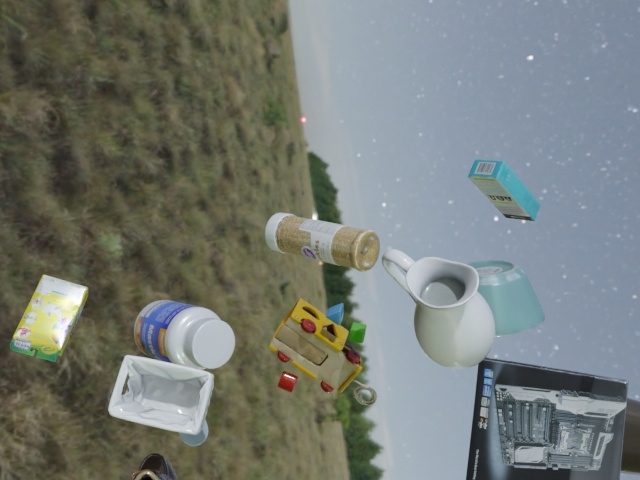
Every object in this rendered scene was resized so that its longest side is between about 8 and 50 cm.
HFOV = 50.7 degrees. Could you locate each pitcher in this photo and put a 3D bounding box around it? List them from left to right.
[{"bbox_3d":[0.185,0.104,1.065,0.177,0.125,0.207,33,-19,39],"label":"pitcher"}]

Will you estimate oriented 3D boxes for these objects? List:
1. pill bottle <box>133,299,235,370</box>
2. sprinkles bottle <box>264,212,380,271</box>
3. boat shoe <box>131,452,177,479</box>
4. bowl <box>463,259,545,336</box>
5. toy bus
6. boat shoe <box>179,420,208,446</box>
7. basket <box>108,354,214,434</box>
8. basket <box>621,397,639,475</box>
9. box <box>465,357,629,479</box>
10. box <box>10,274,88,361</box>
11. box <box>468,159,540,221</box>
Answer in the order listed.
[{"bbox_3d":[-0.324,0.229,1.618,0.272,0.152,0.152,2,-77,51],"label":"pill bottle"},{"bbox_3d":[0.000,0.000,1.966,0.121,0.355,0.121,-16,111,-47],"label":"sprinkles bottle"},{"bbox_3d":[-0.474,0.698,1.906,0.342,0.123,0.123,-114,-164,-68],"label":"boat shoe"},{"bbox_3d":[0.488,0.157,1.978,0.311,0.311,0.163,-102,-176,-79],"label":"bowl"},{"bbox_3d":[0.008,0.198,1.270,0.104,0.191,0.202,-61,142,-62],"label":"toy bus"},{"bbox_3d":[-0.402,0.445,1.970,0.306,0.113,0.105,68,-21,5],"label":"boat shoe"},{"bbox_3d":[-0.285,0.286,1.242,0.103,0.167,0.113,100,3,-73],"label":"basket"},{"bbox_3d":[0.696,0.429,1.467,0.204,0.227,0.154,-45,120,-35],"label":"basket"},{"bbox_3d":[0.378,0.369,1.144,0.076,0.242,0.308,18,79,-64],"label":"box"},{"bbox_3d":[-0.582,0.171,1.455,0.043,0.105,0.179,116,-10,-55],"label":"box"},{"bbox_3d":[0.533,-0.143,1.946,0.244,0.100,0.060,37,73,-39],"label":"box"}]
